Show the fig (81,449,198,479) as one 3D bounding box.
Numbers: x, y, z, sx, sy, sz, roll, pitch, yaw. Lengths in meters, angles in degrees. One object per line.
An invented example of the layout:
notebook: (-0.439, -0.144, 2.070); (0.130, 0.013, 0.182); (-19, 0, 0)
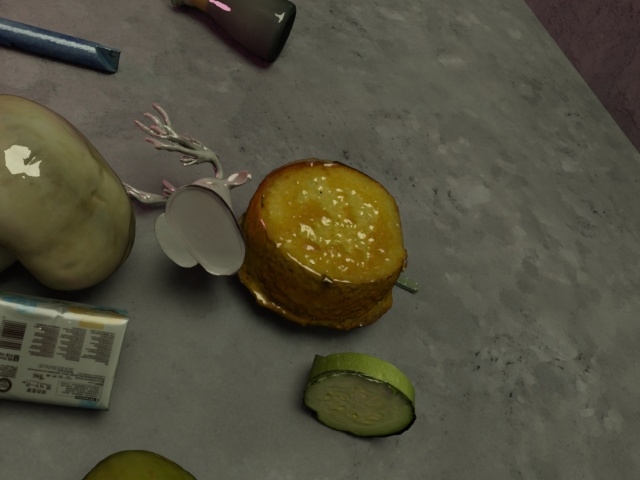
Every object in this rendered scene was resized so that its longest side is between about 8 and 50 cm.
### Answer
fig: (-0.265, 0.422, 0.847); (0.239, 0.240, 0.271); (-5, 29, -30)

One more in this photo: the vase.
vase: (-0.242, -0.636, 1.646); (0.321, 0.173, 0.173); (25, 50, -3)

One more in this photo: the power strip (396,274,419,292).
power strip: (0.203, 0.102, 1.440); (0.083, 0.017, 0.027); (27, 50, -7)

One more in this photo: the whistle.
whistle: (-0.624, -0.455, 1.381); (0.304, 0.062, 0.062); (10, 54, -21)

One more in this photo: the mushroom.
mushroom: (-0.483, -0.056, 1.012); (0.325, 0.353, 0.353); (20, 49, 6)

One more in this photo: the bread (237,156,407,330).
bread: (0.000, 0.000, 1.282); (0.398, 0.215, 0.398); (12, 50, -14)

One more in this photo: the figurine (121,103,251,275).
figurine: (-0.263, -0.102, 1.170); (0.284, 0.206, 0.316); (26, 15, -19)

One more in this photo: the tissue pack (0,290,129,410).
tissue pack: (-0.452, 0.176, 0.990); (0.229, 0.145, 0.159); (12, 86, -19)

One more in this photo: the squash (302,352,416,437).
squash: (0.084, 0.272, 1.129); (0.220, 0.220, 0.133); (27, 52, -8)
